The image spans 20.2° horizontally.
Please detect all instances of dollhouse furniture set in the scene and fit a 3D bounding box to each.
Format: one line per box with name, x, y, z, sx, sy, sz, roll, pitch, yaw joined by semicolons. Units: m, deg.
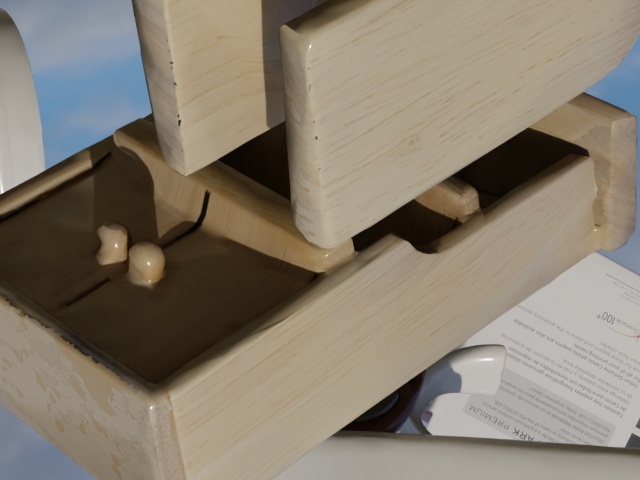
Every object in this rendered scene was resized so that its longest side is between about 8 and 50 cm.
dollhouse furniture set;-0.028;-0.132;0.655;0.256;0.394;0.362;-32;-137;-31

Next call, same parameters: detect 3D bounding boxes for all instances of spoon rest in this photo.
spoon rest;0.100;0.187;1.373;0.084;0.137;0.276;7;-142;0

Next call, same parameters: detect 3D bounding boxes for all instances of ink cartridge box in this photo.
ink cartridge box;0.242;0.165;1.668;0.272;0.309;0.130;-62;-171;-8

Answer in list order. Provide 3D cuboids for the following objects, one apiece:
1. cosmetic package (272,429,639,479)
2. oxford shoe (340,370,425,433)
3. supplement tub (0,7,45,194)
cosmetic package;0.180;0.275;0.756;0.393;0.329;0.328;0;-108;26
oxford shoe;0.000;0.000;0.977;0.123;0.130;0.348;24;-136;-5
supplement tub;-0.346;-0.041;1.111;0.316;0.228;0.228;-5;-165;-23
